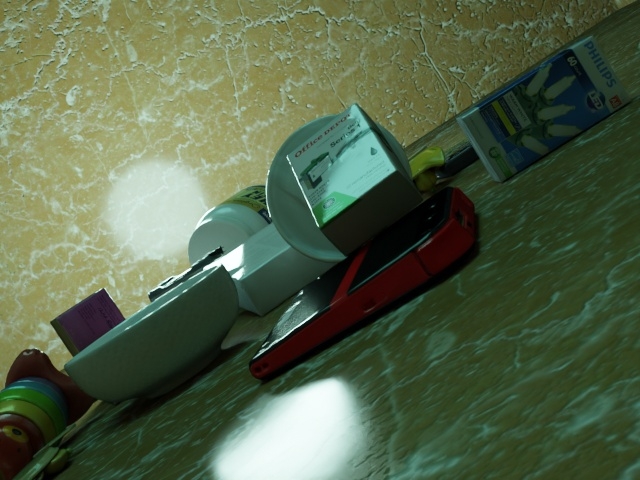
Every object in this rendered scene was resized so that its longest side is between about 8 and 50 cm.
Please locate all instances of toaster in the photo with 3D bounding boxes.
[{"bbox_3d":[-0.277,0.125,2.195,0.227,0.146,0.129,-32,6,12],"label":"toaster"}]

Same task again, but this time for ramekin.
[{"bbox_3d":[0.045,-0.091,1.734,0.273,0.272,0.127,-32,-10,12],"label":"ramekin"}]

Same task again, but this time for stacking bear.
[{"bbox_3d":[-0.560,0.356,1.747,0.164,0.175,0.289,-52,9,16],"label":"stacking bear"}]

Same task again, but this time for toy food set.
[{"bbox_3d":[0.232,-0.147,2.108,0.128,0.071,0.218,-40,10,3],"label":"toy food set"},{"bbox_3d":[-0.473,0.392,1.553,0.132,0.038,0.192,-38,8,24],"label":"toy food set"}]

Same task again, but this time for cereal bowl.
[{"bbox_3d":[-0.285,0.187,1.706,0.339,0.141,0.339,-32,6,4],"label":"cereal bowl"}]

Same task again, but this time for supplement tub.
[{"bbox_3d":[-0.198,-0.007,2.492,0.228,0.228,0.316,-30,6,25],"label":"supplement tub"}]

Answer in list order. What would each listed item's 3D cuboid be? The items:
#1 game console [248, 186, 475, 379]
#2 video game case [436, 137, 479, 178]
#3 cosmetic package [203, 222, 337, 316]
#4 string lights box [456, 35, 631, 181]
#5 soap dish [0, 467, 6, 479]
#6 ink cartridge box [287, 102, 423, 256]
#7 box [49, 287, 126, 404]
[{"bbox_3d":[0.074,0.054,1.373,0.342,0.060,0.386,-37,4,14],"label":"game console"},{"bbox_3d":[0.374,-0.229,2.238,0.275,0.035,0.248,-34,6,-9],"label":"video game case"},{"bbox_3d":[-0.039,0.004,1.990,0.377,0.097,0.284,-34,17,-16],"label":"cosmetic package"},{"bbox_3d":[0.382,-0.225,1.619,0.260,0.133,0.077,-33,5,4],"label":"string lights box"},{"bbox_3d":[-0.555,0.368,1.284,0.118,0.228,0.291,-13,13,22],"label":"soap dish"},{"bbox_3d":[0.052,-0.105,1.559,0.160,0.092,0.219,-37,41,10],"label":"ink cartridge box"},{"bbox_3d":[-0.463,0.226,2.000,0.117,0.213,0.243,-35,5,-20],"label":"box"}]
